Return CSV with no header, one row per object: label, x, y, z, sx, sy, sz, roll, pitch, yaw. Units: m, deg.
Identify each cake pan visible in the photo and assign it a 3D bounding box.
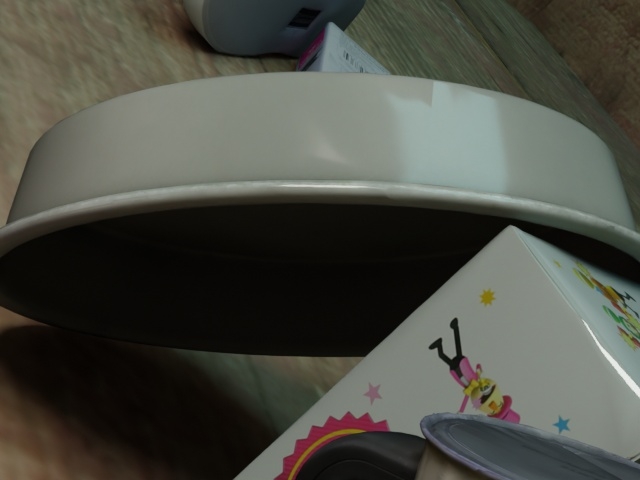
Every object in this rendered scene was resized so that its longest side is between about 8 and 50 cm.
cake pan,0.000,0.000,0.568,0.293,0.293,0.054,20,65,-50

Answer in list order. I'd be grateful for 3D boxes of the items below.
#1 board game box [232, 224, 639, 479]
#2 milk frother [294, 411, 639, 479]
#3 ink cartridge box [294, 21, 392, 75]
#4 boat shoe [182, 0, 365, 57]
board game box,0.102,0.128,0.568,0.303,0.224,0.097,19,33,-52
milk frother,0.017,0.116,0.334,0.129,0.134,0.143,17,5,24
ink cartridge box,0.055,-0.083,1.177,0.186,0.065,0.311,39,17,-13
boat shoe,-0.069,-0.269,1.210,0.156,0.136,0.367,47,16,9
